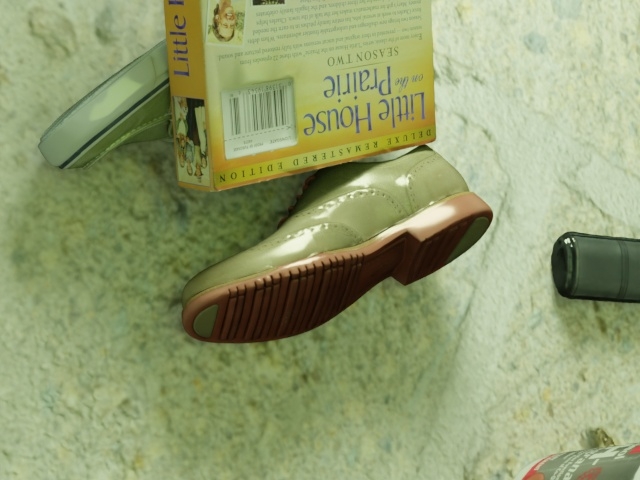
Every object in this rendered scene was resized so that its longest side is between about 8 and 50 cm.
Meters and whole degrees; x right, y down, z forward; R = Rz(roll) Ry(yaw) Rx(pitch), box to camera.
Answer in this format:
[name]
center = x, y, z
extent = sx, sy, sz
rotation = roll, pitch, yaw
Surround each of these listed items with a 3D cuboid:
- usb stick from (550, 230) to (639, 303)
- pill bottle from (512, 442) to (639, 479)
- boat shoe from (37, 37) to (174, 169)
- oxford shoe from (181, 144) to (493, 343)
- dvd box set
[usb stick]
center = 0.383, 0.037, 1.654
extent = 0.278, 0.045, 0.077
rotation = 5, 76, -28
[pill bottle]
center = 0.332, 0.285, 1.413
extent = 0.176, 0.318, 0.176
rotation = 8, 74, -28
[boat shoe]
center = -0.135, -0.145, 1.373
extent = 0.302, 0.109, 0.094
rotation = -41, 102, -32
[oxford shoe]
center = 0.000, 0.000, 1.432
extent = 0.348, 0.123, 0.130
rotation = -19, 63, -30
[dvd box set]
center = -0.017, -0.277, 1.361
extent = 0.308, 0.062, 0.420
rotation = -16, 109, -40
